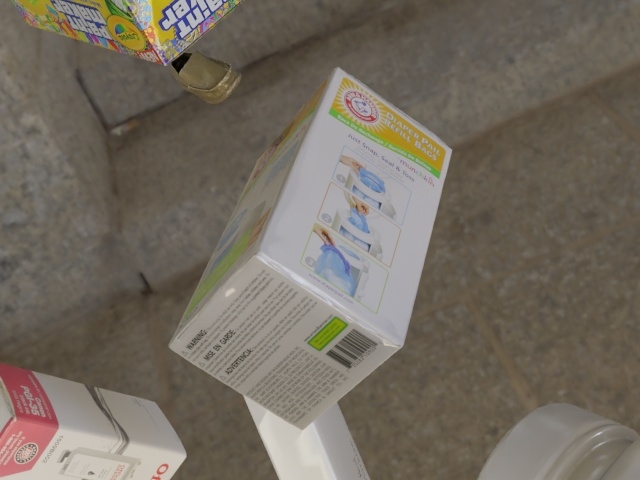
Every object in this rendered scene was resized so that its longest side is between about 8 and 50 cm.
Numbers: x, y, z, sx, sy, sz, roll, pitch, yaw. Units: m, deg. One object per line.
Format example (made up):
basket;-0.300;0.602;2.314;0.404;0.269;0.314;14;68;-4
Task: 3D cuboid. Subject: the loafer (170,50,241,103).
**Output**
loafer;-0.160;-0.222;1.476;0.148;0.050;0.056;17;72;52

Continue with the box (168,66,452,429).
box;0.000;0.000;0.718;0.114;0.103;0.203;-46;16;40

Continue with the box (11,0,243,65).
box;-0.226;-0.348;1.047;0.177;0.279;0.290;-45;39;-19

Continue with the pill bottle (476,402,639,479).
pill bottle;0.200;0.168;0.482;0.152;0.152;0.272;-41;39;-25

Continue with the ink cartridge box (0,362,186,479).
ink cartridge box;-0.345;0.292;1.418;0.207;0.283;0.117;-54;46;11

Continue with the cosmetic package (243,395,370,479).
cosmetic package;-0.023;0.167;1.090;0.060;0.239;0.099;-21;6;17
